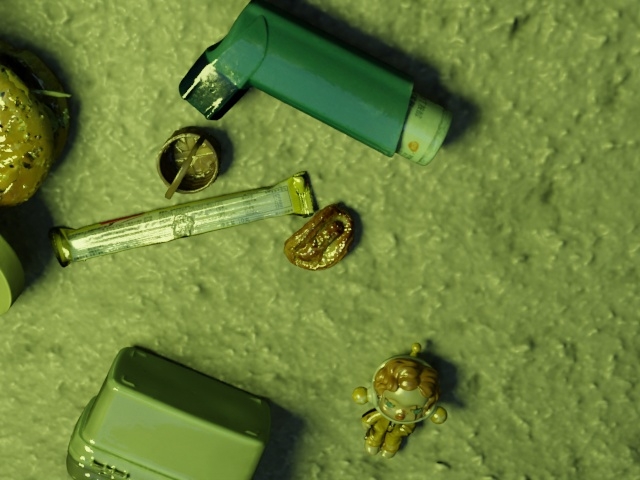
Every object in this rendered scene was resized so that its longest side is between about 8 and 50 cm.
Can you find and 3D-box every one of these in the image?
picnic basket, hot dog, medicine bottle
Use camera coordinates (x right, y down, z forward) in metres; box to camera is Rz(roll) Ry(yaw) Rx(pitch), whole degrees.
[{"bbox_3d":[-0.136,-0.076,1.067,0.072,0.083,0.072,1,111,4],"label":"picnic basket"},{"bbox_3d":[0.000,0.000,1.114,0.083,0.035,0.058,-42,117,17],"label":"hot dog"},{"bbox_3d":[-0.003,-0.143,1.034,0.258,0.079,0.124,24,108,-7],"label":"medicine bottle"}]

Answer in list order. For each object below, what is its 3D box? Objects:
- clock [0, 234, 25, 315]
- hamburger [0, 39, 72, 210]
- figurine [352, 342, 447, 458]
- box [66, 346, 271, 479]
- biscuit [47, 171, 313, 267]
[{"bbox_3d":[-0.417,0.000,1.083,0.235,0.029,0.235,17,145,13],"label":"clock"},{"bbox_3d":[-0.338,-0.116,1.050,0.185,0.113,0.177,-15,109,11],"label":"hamburger"},{"bbox_3d":[0.091,0.187,1.174,0.101,0.068,0.143,-5,124,10],"label":"figurine"},{"bbox_3d":[-0.163,0.220,1.160,0.210,0.148,0.129,24,104,-8],"label":"box"},{"bbox_3d":[-0.152,-0.020,1.123,0.292,0.026,0.048,-11,107,8],"label":"biscuit"}]
